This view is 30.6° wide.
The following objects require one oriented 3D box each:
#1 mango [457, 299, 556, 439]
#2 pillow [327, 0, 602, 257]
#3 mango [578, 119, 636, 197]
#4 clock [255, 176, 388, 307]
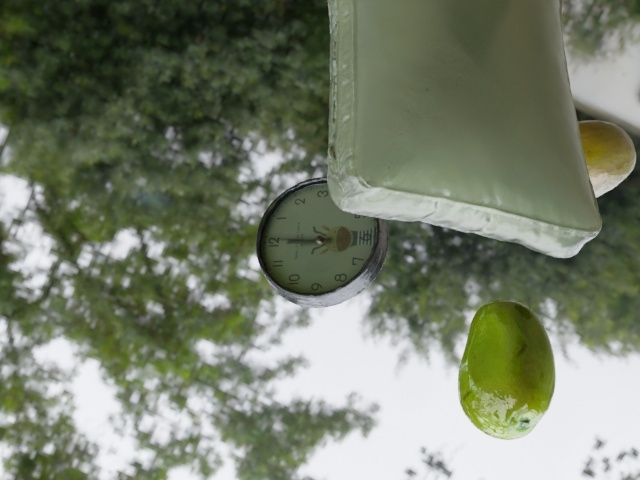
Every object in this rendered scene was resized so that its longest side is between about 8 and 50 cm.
[{"bbox_3d":[0.212,0.145,1.331,0.089,0.163,0.117,18,161,-33],"label":"mango"},{"bbox_3d":[0.123,-0.147,1.064,0.255,0.120,0.322,13,-125,-20],"label":"pillow"},{"bbox_3d":[0.331,-0.097,1.454,0.194,0.130,0.092,-13,-108,-58],"label":"mango"},{"bbox_3d":[0.000,0.000,1.586,0.184,0.184,0.040,35,171,28],"label":"clock"}]
